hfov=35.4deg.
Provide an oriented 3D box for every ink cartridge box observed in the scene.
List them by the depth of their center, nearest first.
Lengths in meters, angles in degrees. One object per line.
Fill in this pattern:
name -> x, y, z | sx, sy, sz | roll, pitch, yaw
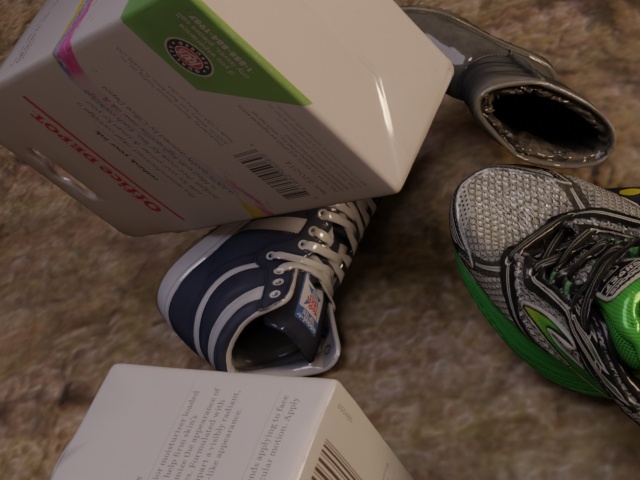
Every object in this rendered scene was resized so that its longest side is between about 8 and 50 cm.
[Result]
ink cartridge box -> -0.104, -0.115, 0.762 | 0.353, 0.207, 0.119 | -8, 50, 48

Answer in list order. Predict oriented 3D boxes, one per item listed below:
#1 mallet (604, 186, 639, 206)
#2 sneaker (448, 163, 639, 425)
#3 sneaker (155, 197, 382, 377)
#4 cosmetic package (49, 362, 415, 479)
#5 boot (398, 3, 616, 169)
mallet -> 0.242, -0.024, 0.698 | 0.190, 0.039, 0.062 | -10, 48, 34
sneaker -> 0.189, 0.032, 0.589 | 0.134, 0.146, 0.343 | -45, 41, -3
sneaker -> 0.000, 0.000, 0.811 | 0.282, 0.099, 0.153 | -45, 36, -1
cosmetic package -> -0.059, 0.183, 0.634 | 0.184, 0.151, 0.151 | 0, 50, 33
boot -> 0.117, -0.119, 0.771 | 0.190, 0.076, 0.208 | 13, 26, 1
